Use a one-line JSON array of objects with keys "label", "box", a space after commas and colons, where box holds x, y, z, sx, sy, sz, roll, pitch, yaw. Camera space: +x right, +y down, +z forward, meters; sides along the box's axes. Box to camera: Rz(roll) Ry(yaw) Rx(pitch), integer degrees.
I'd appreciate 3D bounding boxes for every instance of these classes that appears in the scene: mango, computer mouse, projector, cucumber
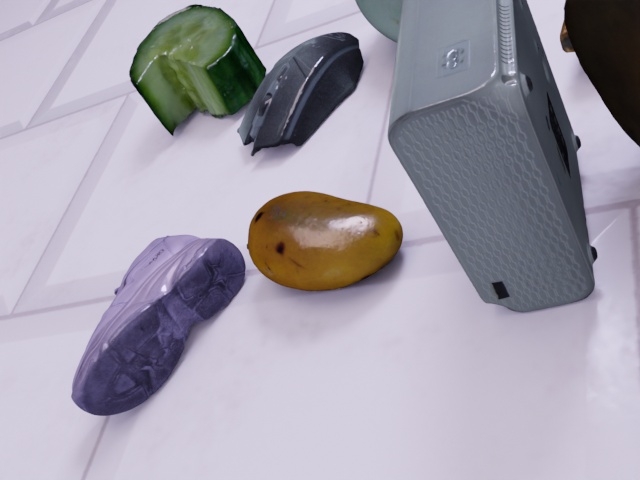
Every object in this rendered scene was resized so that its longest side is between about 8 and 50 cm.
[{"label": "mango", "box": [-0.003, 0.002, 0.818, 0.178, 0.090, 0.115, 14, 53, 35]}, {"label": "computer mouse", "box": [-0.035, -0.213, 1.063, 0.231, 0.071, 0.126, -49, 40, -13]}, {"label": "projector", "box": [0.155, -0.090, 0.657, 0.108, 0.250, 0.198, -15, 43, 26]}, {"label": "cucumber", "box": [-0.182, -0.268, 1.197, 0.191, 0.130, 0.191, -16, 50, 19]}]

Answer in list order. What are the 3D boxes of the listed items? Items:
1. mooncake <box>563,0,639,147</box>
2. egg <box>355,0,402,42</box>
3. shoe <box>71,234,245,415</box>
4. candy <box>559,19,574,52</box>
[{"label": "mooncake", "box": [0.335, -0.169, 0.571, 0.161, 0.290, 0.290, -43, 39, -10]}, {"label": "egg", "box": [0.126, -0.337, 0.987, 0.168, 0.168, 0.231, -32, 42, 6]}, {"label": "shoe", "box": [-0.206, 0.085, 0.889, 0.137, 0.095, 0.245, 15, 58, 49]}, {"label": "candy", "box": [0.387, -0.262, 0.776, 0.271, 0.101, 0.143, 0, 58, 30]}]
